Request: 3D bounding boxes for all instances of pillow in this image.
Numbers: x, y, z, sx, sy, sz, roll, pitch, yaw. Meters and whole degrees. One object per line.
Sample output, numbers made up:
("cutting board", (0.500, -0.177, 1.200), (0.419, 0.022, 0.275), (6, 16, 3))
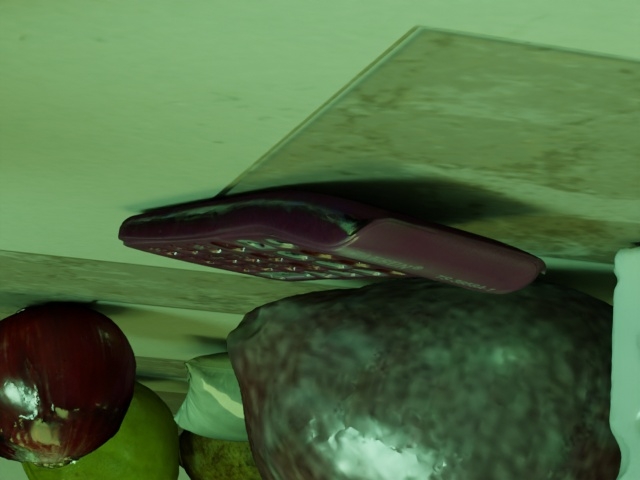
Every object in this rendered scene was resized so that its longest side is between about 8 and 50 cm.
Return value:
("pillow", (0.002, 0.133, 1.357), (0.254, 0.078, 0.144), (4, 159, -3))

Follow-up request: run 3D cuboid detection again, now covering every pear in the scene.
("pear", (-0.225, 0.209, 1.631), (0.162, 0.149, 0.149), (21, 162, -26))

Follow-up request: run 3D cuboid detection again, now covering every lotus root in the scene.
("lotus root", (-0.062, 0.216, 1.676), (0.260, 0.128, 0.145), (-14, 147, 42))

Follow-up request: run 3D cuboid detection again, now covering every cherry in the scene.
("cherry", (0.083, 0.116, 0.927), (0.300, 0.203, 0.230), (19, 173, -6))

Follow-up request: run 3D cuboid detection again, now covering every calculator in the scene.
("calculator", (0.000, 0.000, 0.780), (0.126, 0.034, 0.190), (12, 172, -43))

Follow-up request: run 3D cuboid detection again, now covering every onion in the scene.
("onion", (-0.197, 0.103, 1.156), (0.131, 0.131, 0.131), (3, 169, 1))

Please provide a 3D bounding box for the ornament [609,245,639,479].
("ornament", (0.305, 0.128, 0.796), (0.239, 0.240, 0.239), (-8, 165, 43))
